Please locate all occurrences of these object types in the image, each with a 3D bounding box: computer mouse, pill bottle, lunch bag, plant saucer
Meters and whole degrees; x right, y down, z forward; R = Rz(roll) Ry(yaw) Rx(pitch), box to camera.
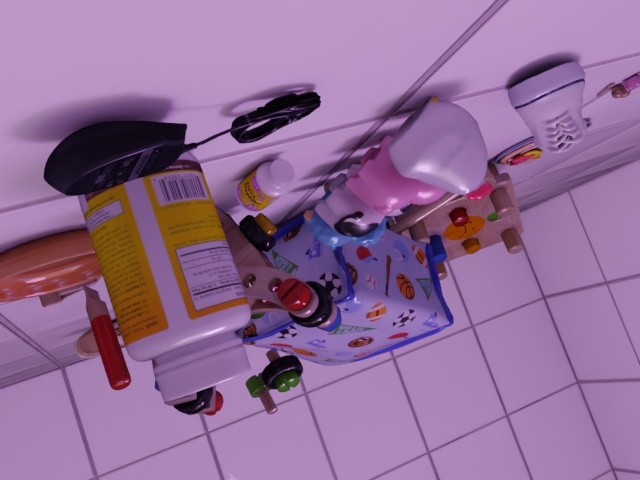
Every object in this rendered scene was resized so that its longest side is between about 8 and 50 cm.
[{"bbox_3d":[-0.102,-0.091,0.526,0.242,0.041,0.071,-23,175,-34],"label":"computer mouse"},{"bbox_3d":[-0.138,0.032,0.611,0.117,0.214,0.117,-19,173,-2],"label":"pill bottle"},{"bbox_3d":[-0.002,0.115,1.296,0.386,0.238,0.328,-33,143,34],"label":"lunch bag"},{"bbox_3d":[-0.324,0.029,0.812,0.200,0.037,0.200,-19,173,-2],"label":"plant saucer"},{"bbox_3d":[-0.064,-0.066,0.774,0.043,0.043,0.083,-15,171,-36],"label":"pill bottle"}]

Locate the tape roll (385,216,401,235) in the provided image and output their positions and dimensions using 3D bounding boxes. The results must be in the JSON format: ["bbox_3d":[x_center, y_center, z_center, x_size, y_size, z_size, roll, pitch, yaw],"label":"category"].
[{"bbox_3d":[0.034,0.061,1.747,0.392,0.072,0.392,-24,166,-7],"label":"tape roll"}]

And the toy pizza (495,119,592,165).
[{"bbox_3d":[0.457,-0.191,1.347,0.201,0.032,0.201,-20,173,-2],"label":"toy pizza"}]

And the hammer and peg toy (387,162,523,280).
[{"bbox_3d":[0.288,-0.058,1.423,0.266,0.127,0.361,-22,147,13],"label":"hammer and peg toy"}]

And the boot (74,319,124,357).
[{"bbox_3d":[-0.542,0.245,1.784,0.165,0.077,0.213,-25,177,42],"label":"boot"}]

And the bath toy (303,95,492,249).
[{"bbox_3d":[0.106,-0.073,0.867,0.151,0.129,0.348,-54,-171,-23],"label":"bath toy"}]

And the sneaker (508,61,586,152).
[{"bbox_3d":[0.311,-0.165,0.861,0.094,0.091,0.258,-23,173,25],"label":"sneaker"}]

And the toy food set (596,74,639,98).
[{"bbox_3d":[0.512,-0.252,1.055,0.122,0.019,0.078,-20,174,-1],"label":"toy food set"}]

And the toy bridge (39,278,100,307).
[{"bbox_3d":[-0.370,0.062,0.999,0.063,0.026,0.188,-18,173,-41],"label":"toy bridge"}]

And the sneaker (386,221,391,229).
[{"bbox_3d":[0.131,0.043,1.541,0.147,0.129,0.330,-32,144,12],"label":"sneaker"}]

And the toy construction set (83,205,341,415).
[{"bbox_3d":[-0.157,0.074,0.866,0.309,0.237,0.257,7,131,-45],"label":"toy construction set"}]
